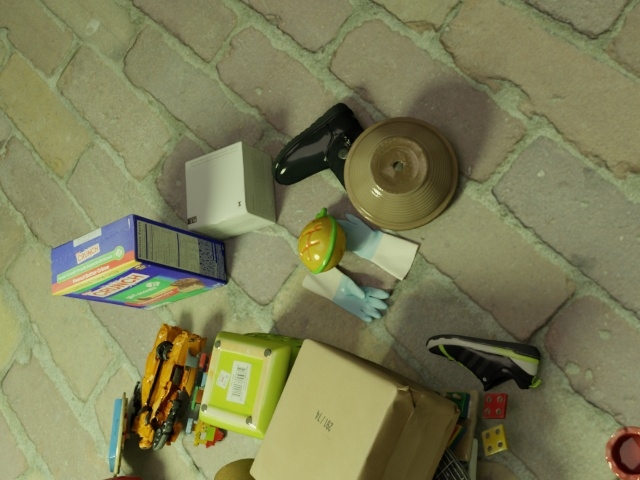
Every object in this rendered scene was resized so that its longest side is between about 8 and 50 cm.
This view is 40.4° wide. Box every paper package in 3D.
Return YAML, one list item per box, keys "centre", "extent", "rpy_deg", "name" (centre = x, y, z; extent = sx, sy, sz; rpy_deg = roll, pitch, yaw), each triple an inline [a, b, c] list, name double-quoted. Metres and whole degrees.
- centre: [0.054, 0.375, 1.606]
  extent: [0.325, 0.168, 0.310]
  rpy_deg: [19, 85, 57]
  name: "paper package"

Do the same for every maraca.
- centre: [0.000, 0.000, 1.878]
  extent: [0.127, 0.099, 0.186]
  rpy_deg: [-62, 19, 18]
  name: "maraca"

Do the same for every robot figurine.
- centre: [-0.363, 0.351, 2.049]
  extent: [0.211, 0.085, 0.291]
  rpy_deg: [10, 83, 56]
  name: "robot figurine"

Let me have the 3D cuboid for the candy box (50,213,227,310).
- centre: [-0.420, 0.061, 2.037]
  extent: [0.268, 0.317, 0.122]
  rpy_deg: [-19, 68, 30]
  name: "candy box"

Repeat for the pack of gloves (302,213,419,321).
- centre: [0.073, 0.054, 1.870]
  extent: [0.232, 0.046, 0.195]
  rpy_deg: [27, 94, 36]
  name: "pack of gloves"

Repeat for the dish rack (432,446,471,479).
- centre: [0.185, 0.504, 1.592]
  extent: [0.271, 0.074, 0.208]
  rpy_deg: [-53, 48, 22]
  name: "dish rack"

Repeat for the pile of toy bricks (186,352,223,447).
- centre: [-0.236, 0.362, 1.982]
  extent: [0.105, 0.118, 0.212]
  rpy_deg: [10, 69, -3]
  name: "pile of toy bricks"

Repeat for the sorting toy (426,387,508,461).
- centre: [0.233, 0.341, 1.635]
  extent: [0.274, 0.046, 0.132]
  rpy_deg: [-7, 63, 47]
  name: "sorting toy"

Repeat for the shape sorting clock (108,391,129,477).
- centre: [-0.478, 0.468, 2.081]
  extent: [0.040, 0.206, 0.206]
  rpy_deg: [5, 77, -9]
  name: "shape sorting clock"

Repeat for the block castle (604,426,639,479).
- centre: [0.685, 0.269, 1.291]
  extent: [0.453, 0.212, 0.303]
  rpy_deg: [-51, 56, 12]
  name: "block castle"

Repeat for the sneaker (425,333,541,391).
- centre: [0.301, 0.234, 1.643]
  extent: [0.234, 0.084, 0.097]
  rpy_deg: [4, 81, 35]
  name: "sneaker"

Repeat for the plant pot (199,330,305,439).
- centre: [-0.115, 0.309, 1.834]
  extent: [0.227, 0.207, 0.228]
  rpy_deg: [7, 81, 36]
  name: "plant pot"

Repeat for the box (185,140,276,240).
- centre: [-0.214, -0.114, 2.065]
  extent: [0.181, 0.119, 0.182]
  rpy_deg: [-16, 70, 30]
  name: "box"

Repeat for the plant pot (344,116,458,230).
- centre: [0.161, -0.141, 1.765]
  extent: [0.237, 0.110, 0.238]
  rpy_deg: [-1, 86, 9]
  name: "plant pot"

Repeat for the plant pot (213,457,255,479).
- centre: [-0.138, 0.589, 1.788]
  extent: [0.237, 0.237, 0.254]
  rpy_deg: [-42, 42, 19]
  name: "plant pot"

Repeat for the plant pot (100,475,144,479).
- centre: [-0.474, 0.648, 2.003]
  extent: [0.191, 0.191, 0.174]
  rpy_deg: [-33, 59, 24]
  name: "plant pot"

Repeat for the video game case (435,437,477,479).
- centre: [0.219, 0.468, 1.646]
  extent: [0.173, 0.022, 0.191]
  rpy_deg: [-11, 66, 46]
  name: "video game case"

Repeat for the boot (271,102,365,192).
- centre: [0.023, -0.162, 1.928]
  extent: [0.246, 0.094, 0.207]
  rpy_deg: [-42, 54, 11]
  name: "boot"
